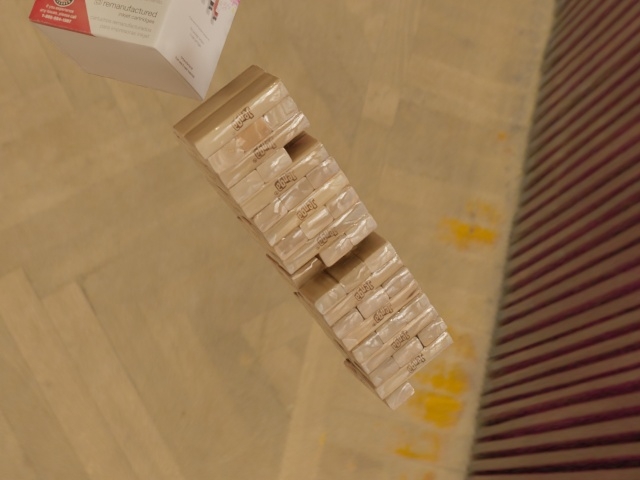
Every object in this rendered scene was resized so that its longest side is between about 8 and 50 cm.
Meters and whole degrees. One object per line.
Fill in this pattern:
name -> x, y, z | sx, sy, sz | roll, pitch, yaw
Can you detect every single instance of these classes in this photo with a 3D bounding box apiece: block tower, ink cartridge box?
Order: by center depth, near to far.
ink cartridge box -> -0.149, -0.237, 1.056 | 0.128, 0.127, 0.176 | 15, 79, 18
block tower -> 0.000, 0.000, 1.060 | 0.097, 0.091, 0.335 | -38, 122, -8
